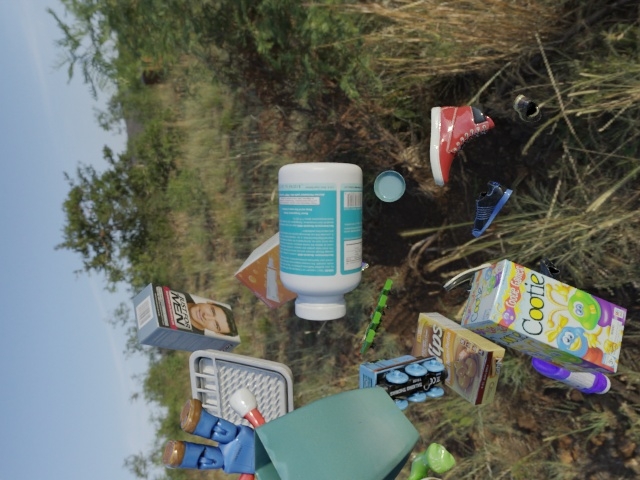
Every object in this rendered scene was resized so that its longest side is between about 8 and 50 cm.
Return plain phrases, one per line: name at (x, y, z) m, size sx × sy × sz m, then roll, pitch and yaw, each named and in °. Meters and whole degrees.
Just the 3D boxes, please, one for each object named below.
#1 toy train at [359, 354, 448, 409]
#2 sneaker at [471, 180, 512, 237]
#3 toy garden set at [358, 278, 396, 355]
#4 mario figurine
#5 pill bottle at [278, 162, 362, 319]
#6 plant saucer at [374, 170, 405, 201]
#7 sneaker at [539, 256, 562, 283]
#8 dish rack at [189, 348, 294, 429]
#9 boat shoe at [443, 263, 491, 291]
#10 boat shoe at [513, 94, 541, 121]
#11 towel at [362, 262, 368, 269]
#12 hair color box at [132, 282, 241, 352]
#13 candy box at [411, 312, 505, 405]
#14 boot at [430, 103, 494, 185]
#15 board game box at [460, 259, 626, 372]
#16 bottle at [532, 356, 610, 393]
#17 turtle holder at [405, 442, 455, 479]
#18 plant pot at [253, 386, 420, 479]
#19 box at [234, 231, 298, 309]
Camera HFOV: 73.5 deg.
toy train at (0.169, 0.276, 0.862) m, size 0.105 × 0.184 × 0.080 m, roll 11°, pitch 103°, yaw 57°
sneaker at (0.607, -0.116, 1.580) m, size 0.091 × 0.081 × 0.232 m, roll 35°, pitch 131°, yaw 16°
toy garden set at (0.192, 0.283, 1.459) m, size 0.203 × 0.049 × 0.244 m, roll 103°, pitch -169°, yaw -54°
mario figurine at (-0.163, 0.451, 0.917) m, size 0.198 × 0.321 × 0.170 m, roll -55°, pitch 21°, yaw 19°
pill bottle at (0.000, 0.000, 0.753) m, size 0.146 × 0.147 × 0.263 m, roll -164°, pitch 73°, yaw -69°
plant saucer at (0.268, -0.208, 1.651) m, size 0.021 × 0.120 × 0.119 m, roll -7°, pitch -89°, yaw -69°
sneaker at (0.973, 0.154, 1.790) m, size 0.170 × 0.051 × 0.089 m, roll 60°, pitch 173°, yaw 21°
dish rack at (-0.224, 0.459, 1.283) m, size 0.072 × 0.333 × 0.285 m, roll -41°, pitch -46°, yaw -64°
boat shoe at (0.547, 0.146, 1.542) m, size 0.079 × 0.233 × 0.084 m, roll 66°, pitch 151°, yaw 24°
boat shoe at (0.632, -0.388, 1.292) m, size 0.049 × 0.152 × 0.056 m, roll 51°, pitch 120°, yaw 41°
towel at (0.106, 0.083, 1.267) m, size 0.009 × 0.060 × 0.083 m, roll 58°, pitch 172°, yaw -9°
hair color box at (-0.482, 0.300, 1.575) m, size 0.114 × 0.375 × 0.185 m, roll -39°, pitch 53°, yaw 17°
candy box at (0.445, 0.381, 1.432) m, size 0.316 × 0.088 × 0.182 m, roll 25°, pitch 108°, yaw 61°
boot at (0.416, -0.283, 1.260) m, size 0.088 × 0.177 × 0.244 m, roll 25°, pitch -113°, yaw -68°
board game box at (0.481, 0.170, 0.940) m, size 0.142 × 0.276 × 0.144 m, roll 111°, pitch -179°, yaw -73°
bottle at (0.788, 0.409, 1.329) m, size 0.118 × 0.283 × 0.092 m, roll 10°, pitch 76°, yaw 64°
turtle holder at (0.322, 0.742, 1.135) m, size 0.320 × 0.243 × 0.227 m, roll -57°, pitch 9°, yaw -34°
plant pot at (0.033, 0.357, 0.701) m, size 0.165 × 0.235 × 0.165 m, roll 47°, pitch 143°, yaw 37°
box at (-0.133, 0.094, 1.642) m, size 0.215 × 0.168 × 0.345 m, roll 45°, pitch 135°, yaw -12°
